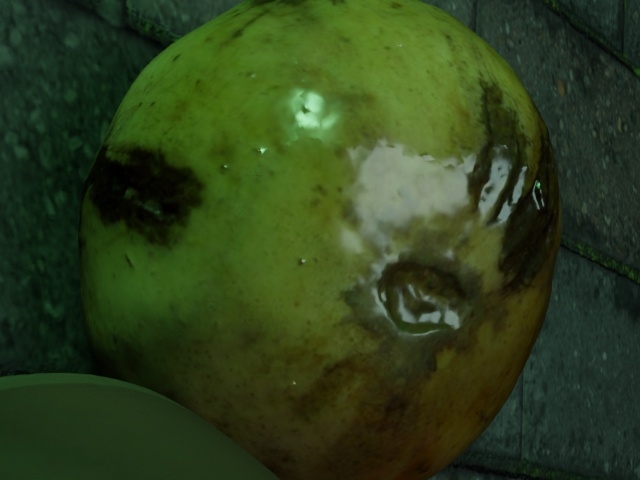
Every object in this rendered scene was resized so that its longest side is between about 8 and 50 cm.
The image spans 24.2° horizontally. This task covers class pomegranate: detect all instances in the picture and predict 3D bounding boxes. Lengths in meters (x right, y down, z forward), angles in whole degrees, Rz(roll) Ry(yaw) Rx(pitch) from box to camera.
[{"bbox_3d":[0.000,0.000,0.926,0.322,0.322,0.322,11,77,-56],"label":"pomegranate"}]

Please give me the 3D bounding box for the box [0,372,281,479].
[{"bbox_3d":[-0.102,0.234,0.706,0.301,0.216,0.301,-15,117,-33],"label":"box"}]
